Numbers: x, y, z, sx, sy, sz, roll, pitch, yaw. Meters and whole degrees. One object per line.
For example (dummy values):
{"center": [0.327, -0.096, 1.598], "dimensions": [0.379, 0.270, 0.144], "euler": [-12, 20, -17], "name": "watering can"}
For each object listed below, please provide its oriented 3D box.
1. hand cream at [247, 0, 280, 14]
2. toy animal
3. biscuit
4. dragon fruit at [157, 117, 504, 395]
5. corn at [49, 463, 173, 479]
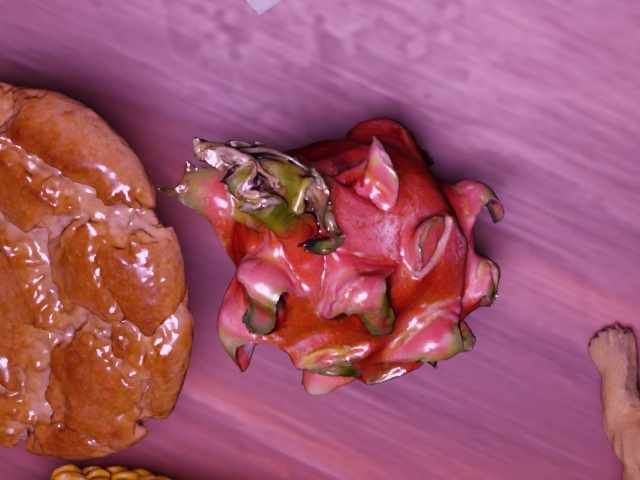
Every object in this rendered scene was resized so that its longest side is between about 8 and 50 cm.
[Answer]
{"center": [0.066, -0.247, 0.981], "dimensions": [0.321, 0.067, 0.109], "euler": [-31, 99, 19], "name": "hand cream"}
{"center": [0.183, 0.137, 1.021], "dimensions": [0.103, 0.101, 0.218], "euler": [11, 104, 3], "name": "toy animal"}
{"center": [-0.160, 0.021, 1.013], "dimensions": [0.226, 0.042, 0.226], "euler": [14, 118, 28], "name": "biscuit"}
{"center": [-0.002, -0.001, 0.959], "dimensions": [0.137, 0.236, 0.135], "euler": [-15, 67, 37], "name": "dragon fruit"}
{"center": [0.012, 0.225, 1.012], "dimensions": [0.387, 0.144, 0.144], "euler": [19, 105, 21], "name": "corn"}
